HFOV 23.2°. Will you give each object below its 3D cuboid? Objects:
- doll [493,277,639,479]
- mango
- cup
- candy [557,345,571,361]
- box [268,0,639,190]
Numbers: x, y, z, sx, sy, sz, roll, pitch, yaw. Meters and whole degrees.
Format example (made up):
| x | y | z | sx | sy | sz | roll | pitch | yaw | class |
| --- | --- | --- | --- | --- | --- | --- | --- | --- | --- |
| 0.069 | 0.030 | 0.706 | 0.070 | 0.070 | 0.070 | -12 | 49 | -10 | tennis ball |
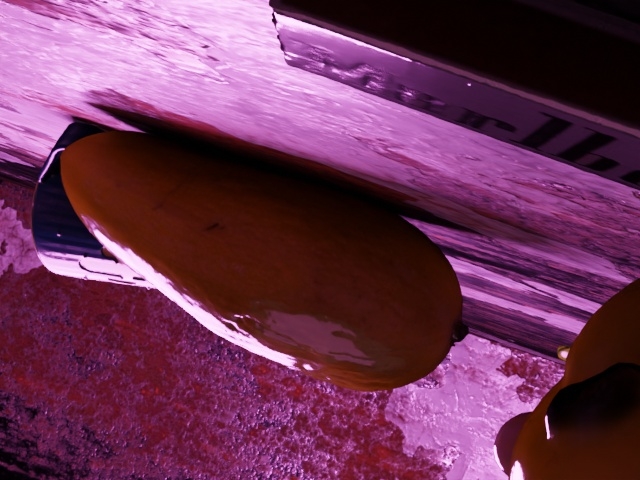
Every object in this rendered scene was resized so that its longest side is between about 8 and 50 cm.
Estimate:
| x | y | z | sx | sy | sz | roll | pitch | yaw | class |
| --- | --- | --- | --- | --- | --- | --- | --- | --- | --- |
| 0.236 | 0.080 | 0.576 | 0.348 | 0.161 | 0.423 | -3 | 178 | 2 | doll |
| -0.039 | 0.012 | 1.200 | 0.332 | 0.142 | 0.195 | 26 | 176 | 28 | mango |
| -0.164 | -0.031 | 1.379 | 0.155 | 0.131 | 0.176 | 12 | 149 | 26 | cup |
| 0.370 | 0.148 | 1.600 | 0.149 | 0.069 | 0.246 | 27 | 178 | -29 | candy |
| 0.074 | -0.044 | 0.459 | 0.178 | 0.035 | 0.115 | 19 | 178 | 0 | box |
